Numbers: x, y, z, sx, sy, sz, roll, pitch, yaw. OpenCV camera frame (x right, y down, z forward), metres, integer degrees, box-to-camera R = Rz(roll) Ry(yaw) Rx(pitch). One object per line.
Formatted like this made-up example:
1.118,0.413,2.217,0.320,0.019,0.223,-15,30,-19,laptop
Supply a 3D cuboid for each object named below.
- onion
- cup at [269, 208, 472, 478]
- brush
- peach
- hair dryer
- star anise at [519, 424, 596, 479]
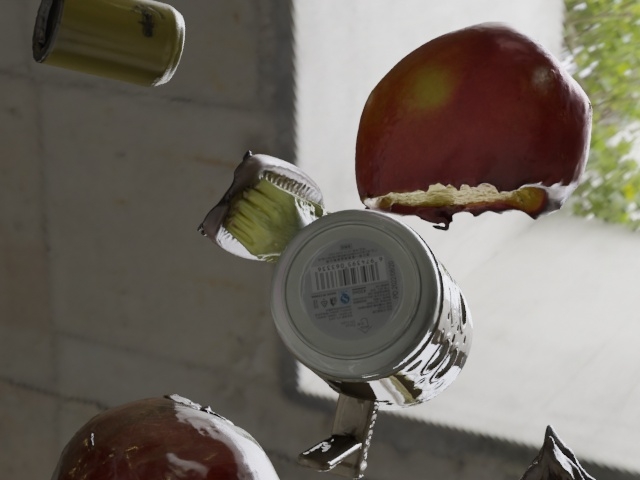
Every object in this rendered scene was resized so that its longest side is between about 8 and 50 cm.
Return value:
-0.161,0.330,1.608,0.353,0.353,0.354,11,-68,28,onion
0.012,0.041,0.647,0.074,0.099,0.102,40,-93,18,cup
0.000,0.002,1.109,0.067,0.313,0.072,42,-84,17,brush
0.137,-0.087,1.434,0.226,0.190,0.196,-44,-72,8,peach
-0.205,-0.298,1.571,0.090,0.135,0.279,-25,-122,60,hair dryer
0.188,0.249,1.234,0.089,0.231,0.209,14,-50,20,star anise
